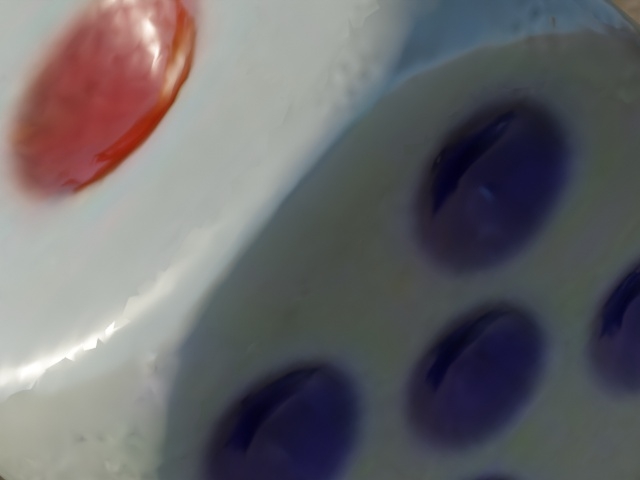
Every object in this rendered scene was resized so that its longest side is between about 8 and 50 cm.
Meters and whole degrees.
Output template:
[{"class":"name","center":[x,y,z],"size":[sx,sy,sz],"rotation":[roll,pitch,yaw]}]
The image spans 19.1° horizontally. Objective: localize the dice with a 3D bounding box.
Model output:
[{"class":"dice","center":[0.000,0.000,0.878],"size":[0.304,0.304,0.277],"rotation":[-53,41,2]}]
